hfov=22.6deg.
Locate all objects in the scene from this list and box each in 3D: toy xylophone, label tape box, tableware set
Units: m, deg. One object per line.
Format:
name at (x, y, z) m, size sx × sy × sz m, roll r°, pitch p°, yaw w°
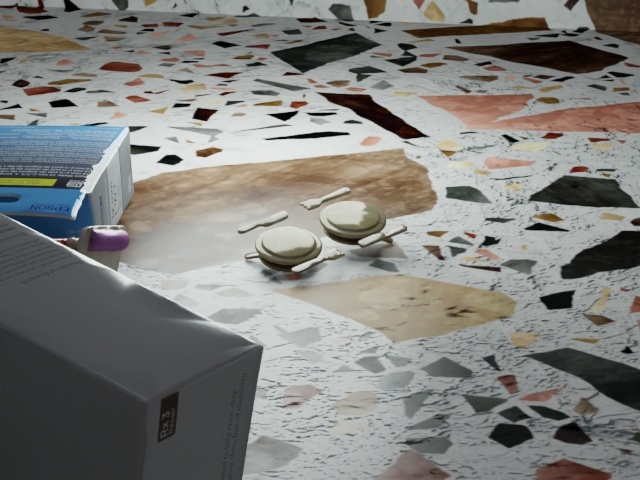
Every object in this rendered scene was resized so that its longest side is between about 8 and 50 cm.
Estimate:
toy xylophone at (-0.386, 0.029, 1.816) m, size 0.322 × 0.081 × 0.236 m, roll -2°, pitch 0°, yaw 8°
label tape box at (-0.401, -0.053, 2.108) m, size 0.249 × 0.115 × 0.348 m, roll 1°, pitch 23°, yaw 4°
tableware set at (0.000, 0.000, 2.061) m, size 0.194 × 0.039 × 0.128 m, roll -22°, pitch 40°, yaw -33°

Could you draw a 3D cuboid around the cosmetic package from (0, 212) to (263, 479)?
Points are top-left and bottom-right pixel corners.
cosmetic package at (-0.251, 0.128, 1.373) m, size 0.385 × 0.217 × 0.156 m, roll 25°, pitch 29°, yaw 27°
